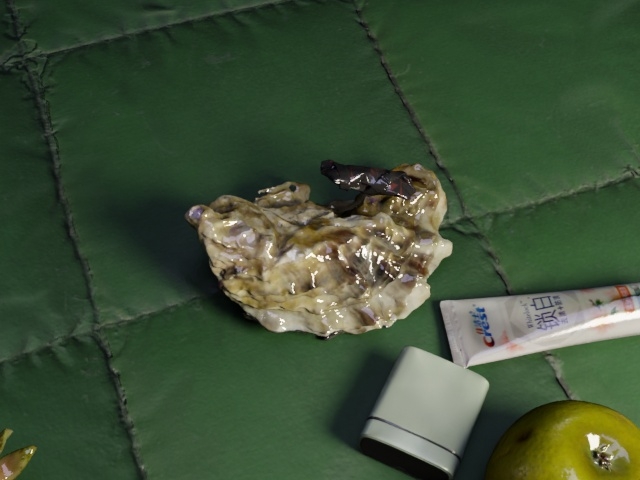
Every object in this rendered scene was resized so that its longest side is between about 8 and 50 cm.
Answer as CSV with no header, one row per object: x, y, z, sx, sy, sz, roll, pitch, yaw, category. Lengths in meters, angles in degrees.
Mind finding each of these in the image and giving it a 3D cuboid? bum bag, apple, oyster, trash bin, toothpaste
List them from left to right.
0.001,-0.001,1.247,0.352,0.114,0.237,6,54,-18,oyster
0.061,-0.075,1.239,0.125,0.034,0.058,8,29,-8,bum bag
0.121,0.202,1.150,0.116,0.059,0.130,23,56,10,trash bin
0.316,0.095,1.237,0.323,0.066,0.100,-8,54,-2,toothpaste
0.271,0.264,1.058,0.197,0.157,0.196,7,52,-9,apple

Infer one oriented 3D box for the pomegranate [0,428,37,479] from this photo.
-0.391,0.272,1.023,0.220,0.156,0.156,-31,62,-27,pomegranate
